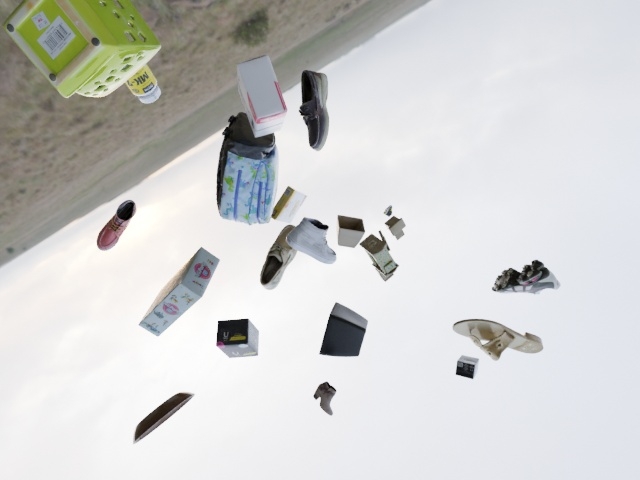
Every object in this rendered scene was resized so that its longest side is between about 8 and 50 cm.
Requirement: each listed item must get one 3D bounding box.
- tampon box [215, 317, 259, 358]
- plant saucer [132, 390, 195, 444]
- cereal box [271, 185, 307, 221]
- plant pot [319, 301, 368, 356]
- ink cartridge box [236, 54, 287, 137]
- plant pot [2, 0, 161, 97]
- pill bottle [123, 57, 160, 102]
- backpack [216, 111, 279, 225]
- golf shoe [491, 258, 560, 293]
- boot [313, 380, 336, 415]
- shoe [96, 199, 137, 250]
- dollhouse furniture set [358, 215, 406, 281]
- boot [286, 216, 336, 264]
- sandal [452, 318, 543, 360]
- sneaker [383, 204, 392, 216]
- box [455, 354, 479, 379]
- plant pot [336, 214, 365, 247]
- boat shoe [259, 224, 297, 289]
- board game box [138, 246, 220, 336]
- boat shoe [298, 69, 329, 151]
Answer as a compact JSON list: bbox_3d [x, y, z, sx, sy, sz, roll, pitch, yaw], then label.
[{"bbox_3d":[-0.308,0.369,1.748,0.121,0.161,0.101,-6,-120,6],"label":"tampon box"},{"bbox_3d":[-0.436,0.477,1.278,0.199,0.036,0.198,-40,171,-8],"label":"plant saucer"},{"bbox_3d":[-0.153,-0.171,2.275,0.173,0.047,0.240,-57,167,7],"label":"cereal box"},{"bbox_3d":[0.107,0.399,2.002,0.167,0.188,0.187,17,-167,7],"label":"plant pot"},{"bbox_3d":[-0.167,-0.396,1.302,0.092,0.158,0.218,-20,-177,-7],"label":"ink cartridge box"},{"bbox_3d":[-0.557,-0.475,1.078,0.228,0.227,0.207,-30,-163,20],"label":"plant pot"},{"bbox_3d":[-0.735,-0.661,1.869,0.119,0.119,0.208,-35,155,-8],"label":"pill bottle"},{"bbox_3d":[-0.255,-0.220,1.630,0.355,0.274,0.290,-61,-162,27],"label":"backpack"},{"bbox_3d":[0.727,0.159,1.673,0.105,0.120,0.273,-57,-175,-20],"label":"golf shoe"},{"bbox_3d":[0.030,0.601,1.776,0.087,0.118,0.042,-46,175,14],"label":"boot"},{"bbox_3d":[-0.634,-0.049,1.443,0.178,0.063,0.081,-60,-166,-20],"label":"shoe"},{"bbox_3d":[0.250,0.041,1.541,0.161,0.182,0.101,-40,-146,-5],"label":"dollhouse furniture set"},{"bbox_3d":[0.000,0.000,1.710,0.123,0.258,0.095,-50,-131,15],"label":"boot"},{"bbox_3d":[0.449,0.263,1.156,0.088,0.240,0.079,114,-12,-47],"label":"sandal"},{"bbox_3d":[0.305,-0.128,2.062,0.031,0.035,0.083,-43,-176,41],"label":"sneaker"},{"bbox_3d":[0.501,0.431,1.585,0.062,0.052,0.083,9,-174,28],"label":"box"},{"bbox_3d":[0.115,-0.030,1.905,0.109,0.096,0.109,9,-149,-8],"label":"plant pot"},{"bbox_3d":[-0.174,0.063,1.970,0.098,0.109,0.302,74,40,-73],"label":"boat shoe"},{"bbox_3d":[-0.528,0.194,1.745,0.303,0.097,0.224,-41,-160,30],"label":"board game box"},{"bbox_3d":[-0.030,-0.443,1.575,0.092,0.285,0.103,7,169,-31],"label":"boat shoe"}]
